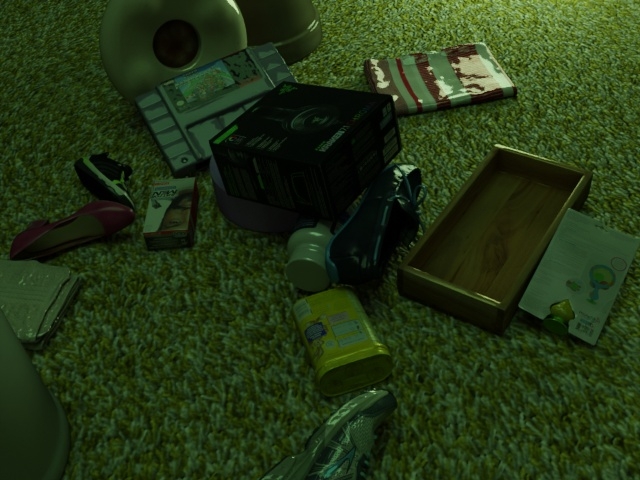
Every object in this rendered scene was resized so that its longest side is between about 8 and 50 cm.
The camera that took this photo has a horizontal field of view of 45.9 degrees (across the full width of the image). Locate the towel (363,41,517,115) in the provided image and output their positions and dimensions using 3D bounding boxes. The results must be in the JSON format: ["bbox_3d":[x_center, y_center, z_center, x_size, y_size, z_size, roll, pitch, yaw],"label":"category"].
[{"bbox_3d":[0.286,-0.399,1.852,0.329,0.037,0.237,-10,44,-4],"label":"towel"}]

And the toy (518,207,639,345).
[{"bbox_3d":[0.446,0.066,1.313,0.137,0.056,0.237,28,58,15],"label":"toy"}]

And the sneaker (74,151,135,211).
[{"bbox_3d":[-0.445,-0.136,1.625,0.097,0.084,0.235,-31,48,-25],"label":"sneaker"}]

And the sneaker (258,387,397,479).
[{"bbox_3d":[0.024,0.330,1.074,0.122,0.110,0.283,42,62,18],"label":"sneaker"}]

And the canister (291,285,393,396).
[{"bbox_3d":[0.031,0.162,1.254,0.126,0.073,0.170,-16,42,-10],"label":"canister"}]

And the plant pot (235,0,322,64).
[{"bbox_3d":[-0.163,-0.656,2.007,0.323,0.280,0.323,-3,42,3],"label":"plant pot"}]

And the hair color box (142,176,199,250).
[{"bbox_3d":[-0.303,-0.057,1.546,0.093,0.053,0.167,-5,44,1],"label":"hair color box"}]

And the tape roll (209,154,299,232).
[{"bbox_3d":[-0.089,-0.140,1.581,0.275,0.090,0.274,-4,42,3],"label":"tape roll"}]

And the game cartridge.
[{"bbox_3d":[-0.218,-0.305,1.722,0.355,0.068,0.230,-27,74,-14],"label":"game cartridge"}]

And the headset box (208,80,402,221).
[{"bbox_3d":[-0.033,-0.181,1.436,0.283,0.131,0.246,16,47,35],"label":"headset box"}]

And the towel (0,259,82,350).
[{"bbox_3d":[-0.604,0.114,1.403,0.282,0.049,0.187,2,43,10],"label":"towel"}]

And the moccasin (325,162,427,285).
[{"bbox_3d":[0.130,-0.022,1.385,0.117,0.137,0.342,5,42,30],"label":"moccasin"}]

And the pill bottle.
[{"bbox_3d":[0.000,0.000,1.403,0.112,0.112,0.186,7,44,14],"label":"pill bottle"}]

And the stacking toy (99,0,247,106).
[{"bbox_3d":[-0.419,-0.531,1.933,0.351,0.350,0.480,-22,30,-16],"label":"stacking toy"}]

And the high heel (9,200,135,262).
[{"bbox_3d":[-0.491,-0.011,1.492,0.244,0.082,0.117,-5,36,7],"label":"high heel"}]

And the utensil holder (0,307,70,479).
[{"bbox_3d":[-0.569,0.213,1.046,0.328,0.385,0.327,-4,43,4],"label":"utensil holder"}]

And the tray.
[{"bbox_3d":[0.332,-0.018,1.410,0.203,0.076,0.411,22,51,27],"label":"tray"}]
